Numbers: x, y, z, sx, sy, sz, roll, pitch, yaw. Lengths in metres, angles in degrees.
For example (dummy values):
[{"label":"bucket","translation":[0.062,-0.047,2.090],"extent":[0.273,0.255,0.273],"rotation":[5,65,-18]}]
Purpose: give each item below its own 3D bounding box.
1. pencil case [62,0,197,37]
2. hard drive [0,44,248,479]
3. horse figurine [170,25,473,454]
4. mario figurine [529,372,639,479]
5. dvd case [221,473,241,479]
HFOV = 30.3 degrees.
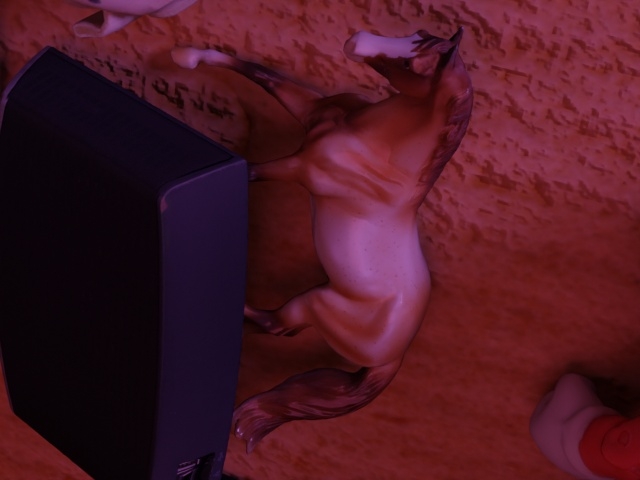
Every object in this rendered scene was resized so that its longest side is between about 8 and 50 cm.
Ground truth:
[{"label":"pencil case","translation":[0.055,-0.205,0.449],"extent":[0.410,0.160,0.183],"rotation":[-12,100,23]},{"label":"hard drive","translation":[-0.121,0.037,0.670],"extent":[0.172,0.054,0.255],"rotation":[31,131,29]},{"label":"horse figurine","translation":[0.000,0.000,0.642],"extent":[0.174,0.066,0.263],"rotation":[8,119,20]},{"label":"mario figurine","translation":[0.233,0.087,0.610],"extent":[0.198,0.170,0.320],"rotation":[-14,132,-15]},{"label":"dvd case","translation":[-0.038,0.276,0.834],"extent":[0.179,0.029,0.239],"rotation":[18,123,7]}]
